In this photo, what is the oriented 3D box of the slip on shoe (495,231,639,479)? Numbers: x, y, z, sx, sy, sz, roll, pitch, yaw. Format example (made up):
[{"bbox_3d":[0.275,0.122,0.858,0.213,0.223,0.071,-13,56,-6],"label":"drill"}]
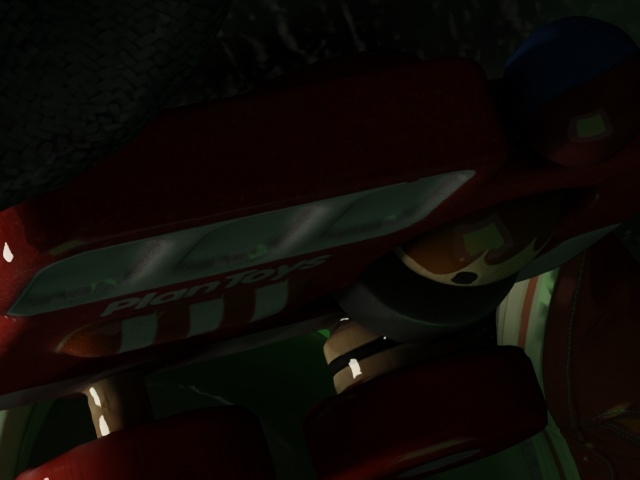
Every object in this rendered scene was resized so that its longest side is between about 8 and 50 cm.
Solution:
[{"bbox_3d":[0.151,0.056,1.020,0.101,0.123,0.331,-3,146,17],"label":"slip on shoe"}]

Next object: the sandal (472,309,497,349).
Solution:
[{"bbox_3d":[0.066,0.026,1.068,0.067,0.040,0.179,-25,141,9],"label":"sandal"}]

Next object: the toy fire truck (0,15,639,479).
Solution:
[{"bbox_3d":[0.000,0.000,0.735,0.302,0.169,0.254,-11,167,-25],"label":"toy fire truck"}]

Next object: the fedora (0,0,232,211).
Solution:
[{"bbox_3d":[-0.126,-0.089,0.501,0.334,0.152,0.334,-20,161,-7],"label":"fedora"}]

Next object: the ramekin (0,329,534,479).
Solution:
[{"bbox_3d":[-0.050,0.162,0.978,0.303,0.303,0.148,1,159,-33],"label":"ramekin"}]
